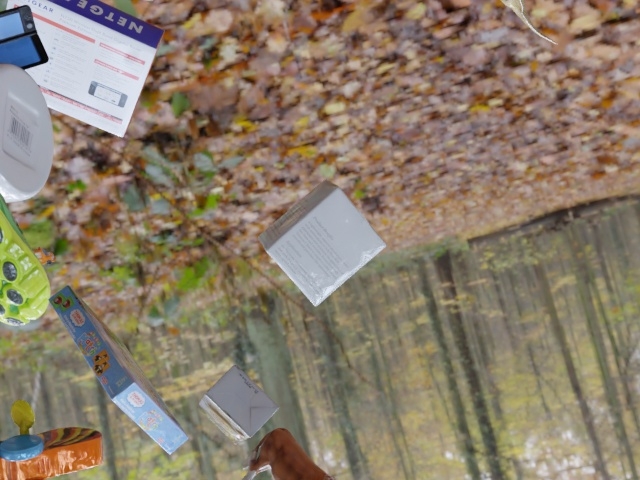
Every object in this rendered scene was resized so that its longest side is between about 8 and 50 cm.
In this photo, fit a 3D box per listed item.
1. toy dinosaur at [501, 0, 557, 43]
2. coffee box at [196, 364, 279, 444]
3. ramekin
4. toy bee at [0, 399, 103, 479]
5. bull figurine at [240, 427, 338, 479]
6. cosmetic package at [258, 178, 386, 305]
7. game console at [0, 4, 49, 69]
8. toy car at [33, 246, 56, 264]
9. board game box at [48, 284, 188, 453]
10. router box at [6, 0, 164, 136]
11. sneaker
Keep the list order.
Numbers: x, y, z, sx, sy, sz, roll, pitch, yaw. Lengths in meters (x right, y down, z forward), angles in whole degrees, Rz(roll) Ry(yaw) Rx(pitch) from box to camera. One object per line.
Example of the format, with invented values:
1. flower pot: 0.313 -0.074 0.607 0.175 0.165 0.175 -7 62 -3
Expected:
1. toy dinosaur: 0.273 -0.351 1.161 0.053 0.092 0.183 -31 132 11
2. coffee box: -0.195 0.384 1.877 0.098 0.141 0.246 -45 176 -21
3. ramekin: -0.606 -0.195 1.490 0.135 0.277 0.277 -2 179 10
4. toy bee: -0.538 0.368 1.396 0.162 0.195 0.298 11 174 45
5. bull figurine: -0.062 0.566 1.876 0.188 0.101 0.310 -40 -139 -10
6. cosmetic package: 0.000 0.000 1.580 0.184 0.151 0.151 -40 -166 -1
7. game console: -0.639 -0.412 1.678 0.122 0.071 0.107 -25 150 -22
8. toy car: -0.617 0.048 1.749 0.060 0.040 0.122 -8 -160 7
9. board game box: -0.269 0.170 1.078 0.039 0.211 0.160 -38 139 -11
10. router box: -0.571 -0.429 1.905 0.336 0.082 0.301 23 135 -15
11. sneaker: -0.504 -0.002 1.265 0.110 0.295 0.123 -20 -154 -5
